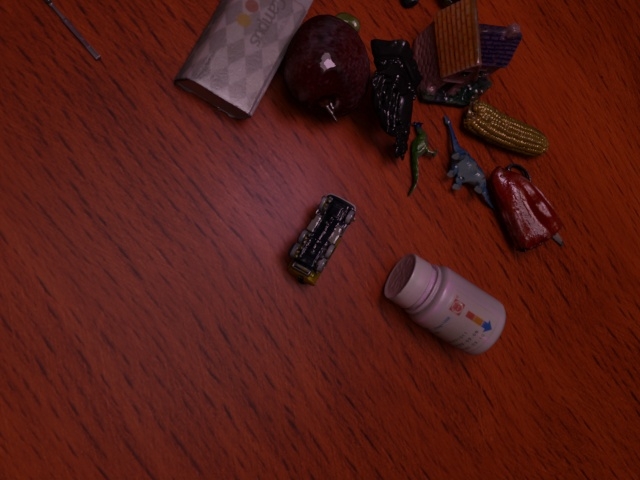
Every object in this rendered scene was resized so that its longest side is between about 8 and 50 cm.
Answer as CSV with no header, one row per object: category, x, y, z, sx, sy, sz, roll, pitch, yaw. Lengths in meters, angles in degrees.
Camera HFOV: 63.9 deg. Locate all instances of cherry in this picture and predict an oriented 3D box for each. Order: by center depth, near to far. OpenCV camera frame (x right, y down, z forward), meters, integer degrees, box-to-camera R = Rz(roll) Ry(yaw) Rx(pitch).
cherry,0.017,-0.444,1.303,0.230,0.203,0.301,12,68,-31

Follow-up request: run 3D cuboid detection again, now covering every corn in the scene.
corn,0.548,-0.322,1.510,0.291,0.101,0.101,18,79,-18

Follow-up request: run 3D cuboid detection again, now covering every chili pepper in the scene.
chili pepper,0.580,-0.109,1.470,0.144,0.136,0.253,-25,98,24

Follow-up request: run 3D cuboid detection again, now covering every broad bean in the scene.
broad bean,0.070,-0.599,1.422,0.083,0.045,0.063,5,93,-8

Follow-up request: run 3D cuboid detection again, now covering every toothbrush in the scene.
toothbrush,-0.597,-0.512,1.225,0.014,0.017,0.194,-42,99,-11

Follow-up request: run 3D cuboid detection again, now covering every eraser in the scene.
eraser,-0.186,-0.522,1.314,0.213,0.082,0.397,29,77,-13

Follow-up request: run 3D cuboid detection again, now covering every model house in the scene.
model house,0.410,-0.506,1.411,0.236,0.237,0.203,3,81,-16

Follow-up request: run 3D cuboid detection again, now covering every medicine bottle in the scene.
medicine bottle,0.324,0.164,1.346,0.292,0.170,0.170,32,76,-12

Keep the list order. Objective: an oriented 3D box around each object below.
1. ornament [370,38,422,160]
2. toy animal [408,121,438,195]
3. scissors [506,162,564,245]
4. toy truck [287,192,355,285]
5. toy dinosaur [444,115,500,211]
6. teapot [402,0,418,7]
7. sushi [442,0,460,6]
ornament,0.188,-0.355,1.343,0.106,0.251,0.261,5,79,25
toy animal,0.291,-0.229,1.445,0.074,0.041,0.217,5,84,2
scissors,0.646,-0.099,1.550,0.109,0.022,0.300,-42,97,-13
toy truck,0.000,0.000,1.299,0.097,0.114,0.227,29,75,10
toy dinosaur,0.413,-0.198,1.460,0.329,0.076,0.144,58,40,-3
teapot,0.263,-0.724,1.488,0.063,0.049,0.084,-10,87,-17
sushi,0.461,-0.802,1.518,0.139,0.131,0.291,30,68,-10
